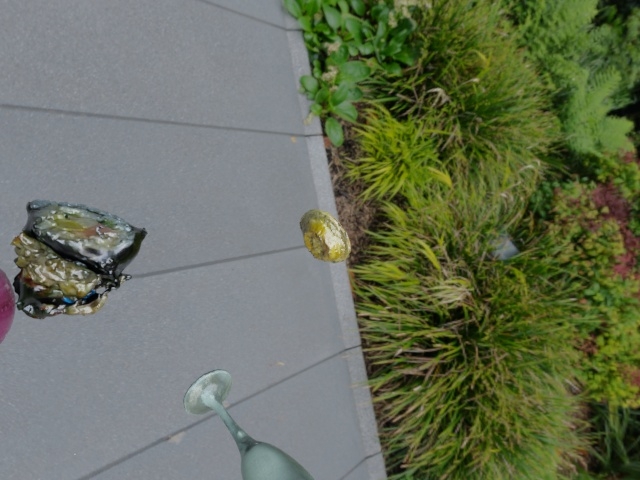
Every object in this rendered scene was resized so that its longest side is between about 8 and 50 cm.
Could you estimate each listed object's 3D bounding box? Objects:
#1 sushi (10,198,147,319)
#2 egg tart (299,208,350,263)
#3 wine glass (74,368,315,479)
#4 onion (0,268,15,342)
[{"bbox_3d":[-0.502,0.045,0.833,0.225,0.238,0.219,19,96,-22],"label":"sushi"},{"bbox_3d":[0.000,0.000,0.822,0.049,0.128,0.129,-42,112,-37],"label":"egg tart"},{"bbox_3d":[-0.174,0.370,0.609,0.264,0.309,0.096,-25,129,-32],"label":"wine glass"},{"bbox_3d":[-0.947,0.192,0.972,0.358,0.358,0.345,4,43,-46],"label":"onion"}]
